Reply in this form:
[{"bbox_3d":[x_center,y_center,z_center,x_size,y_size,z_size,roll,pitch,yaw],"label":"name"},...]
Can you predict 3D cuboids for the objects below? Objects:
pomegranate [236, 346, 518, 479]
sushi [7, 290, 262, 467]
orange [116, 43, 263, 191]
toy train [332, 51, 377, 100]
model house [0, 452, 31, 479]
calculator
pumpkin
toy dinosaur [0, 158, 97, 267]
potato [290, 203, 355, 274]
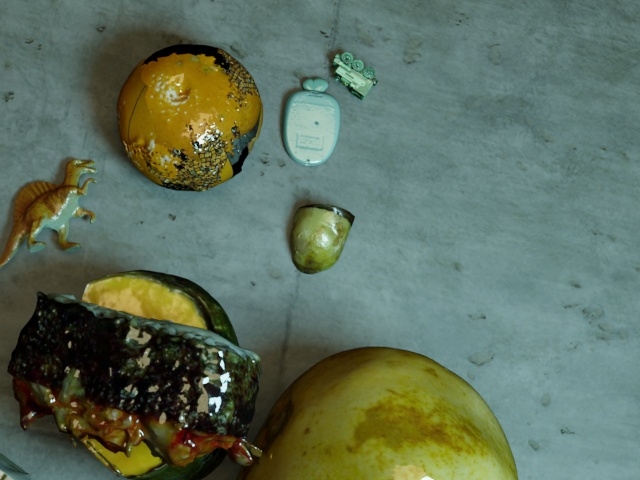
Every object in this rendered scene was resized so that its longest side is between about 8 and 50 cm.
[{"bbox_3d":[0.084,0.357,1.703,0.417,0.416,0.416,2,75,-8],"label":"pomegranate"},{"bbox_3d":[-0.225,0.185,1.595,0.343,0.196,0.182,16,92,14],"label":"sushi"},{"bbox_3d":[-0.205,-0.194,1.919,0.234,0.182,0.234,-1,78,5],"label":"orange"},{"bbox_3d":[0.053,-0.274,2.046,0.083,0.033,0.053,33,77,1],"label":"toy train"},{"bbox_3d":[-0.569,0.368,1.732,0.326,0.169,0.244,34,81,3],"label":"model house"},{"bbox_3d":[-0.014,-0.196,2.022,0.095,0.021,0.153,7,78,-7],"label":"calculator"},{"bbox_3d":[-0.232,0.203,1.780,0.256,0.225,0.303,11,78,3],"label":"pumpkin"},{"bbox_3d":[-0.434,-0.045,1.905,0.212,0.057,0.142,-17,67,-13],"label":"toy dinosaur"},{"bbox_3d":[0.000,0.000,1.952,0.096,0.066,0.103,10,76,-2],"label":"potato"}]
